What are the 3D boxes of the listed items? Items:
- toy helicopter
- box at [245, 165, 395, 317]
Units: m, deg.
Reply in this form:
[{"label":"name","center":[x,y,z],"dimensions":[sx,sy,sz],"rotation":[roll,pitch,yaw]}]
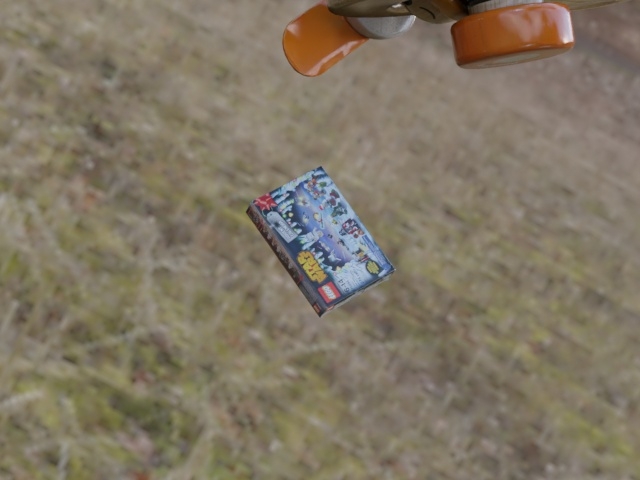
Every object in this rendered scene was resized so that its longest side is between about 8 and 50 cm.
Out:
[{"label":"toy helicopter","center":[0.127,-0.191,1.322],"dimensions":[0.235,0.140,0.355],"rotation":[-11,-1,35]},{"label":"box","center":[0.000,0.000,1.779],"dimensions":[0.094,0.027,0.137],"rotation":[-29,76,-29]}]
